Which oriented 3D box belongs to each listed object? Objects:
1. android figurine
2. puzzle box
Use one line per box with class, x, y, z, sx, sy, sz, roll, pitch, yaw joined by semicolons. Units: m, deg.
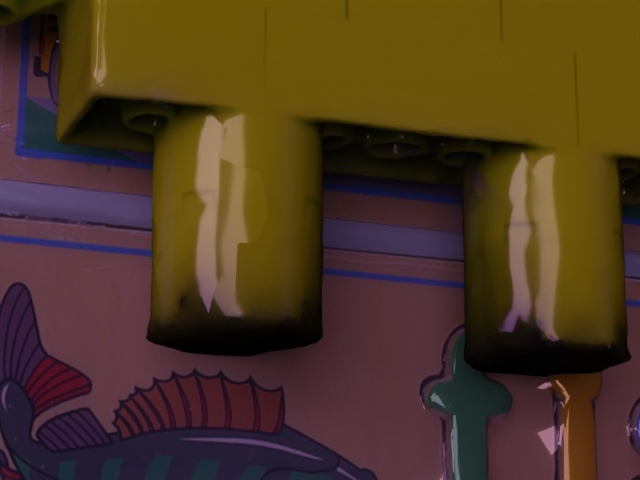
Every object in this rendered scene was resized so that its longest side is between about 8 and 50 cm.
android figurine;0.017;-0.102;0.444;0.248;0.056;0.273;3;74;-20
puzzle box;0.000;0.000;0.468;0.409;0.052;0.272;5;72;-20
